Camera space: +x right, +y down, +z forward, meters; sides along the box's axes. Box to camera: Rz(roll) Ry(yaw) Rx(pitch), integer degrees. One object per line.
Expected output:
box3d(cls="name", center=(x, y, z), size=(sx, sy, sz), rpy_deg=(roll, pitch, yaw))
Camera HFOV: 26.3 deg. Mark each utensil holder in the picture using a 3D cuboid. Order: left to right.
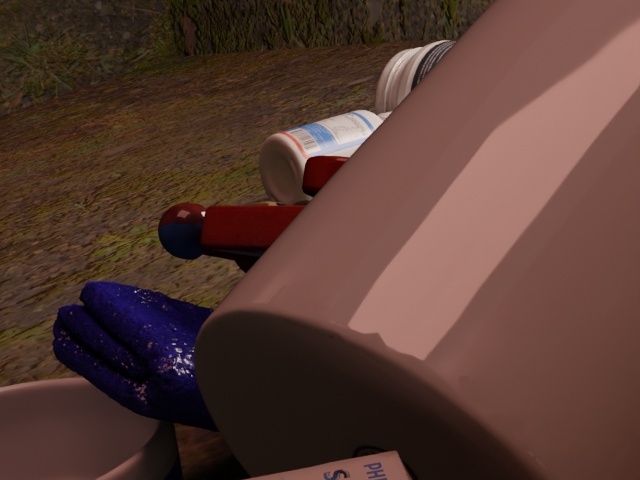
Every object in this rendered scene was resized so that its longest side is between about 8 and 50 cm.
box3d(cls="utensil holder", center=(0.154, 0.024, 0.856), size=(0.327, 0.327, 0.385), rpy_deg=(9, 46, 47))

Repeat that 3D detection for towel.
box3d(cls="towel", center=(-0.039, 0.106, 1.093), size=(0.308, 0.076, 0.228), rpy_deg=(15, 1, -32))

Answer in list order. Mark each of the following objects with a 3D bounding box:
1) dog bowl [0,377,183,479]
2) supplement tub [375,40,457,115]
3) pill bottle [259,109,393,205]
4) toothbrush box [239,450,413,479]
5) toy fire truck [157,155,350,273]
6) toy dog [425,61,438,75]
box3d(cls="dog bowl", center=(-0.235, 0.202, 1.044), size=(0.265, 0.104, 0.265), rpy_deg=(-9, 15, 2))
box3d(cls="supplement tub", center=(0.237, -0.204, 2.045), size=(0.272, 0.191, 0.191), rpy_deg=(8, 23, 44))
box3d(cls="pill bottle", center=(0.032, -0.119, 1.987), size=(0.221, 0.124, 0.124), rpy_deg=(-18, 18, -31))
box3d(cls="toothbrush box", center=(-0.080, 0.241, 0.624), size=(0.295, 0.216, 0.126), rpy_deg=(-10, 16, -6))
box3d(cls="toy fire truck", center=(0.000, 0.000, 1.215), size=(0.254, 0.169, 0.302), rpy_deg=(11, -4, -39))
box3d(cls="toy dog", center=(0.310, -0.174, 1.690), size=(0.408, 0.284, 0.395), rpy_deg=(-26, 44, -25))
